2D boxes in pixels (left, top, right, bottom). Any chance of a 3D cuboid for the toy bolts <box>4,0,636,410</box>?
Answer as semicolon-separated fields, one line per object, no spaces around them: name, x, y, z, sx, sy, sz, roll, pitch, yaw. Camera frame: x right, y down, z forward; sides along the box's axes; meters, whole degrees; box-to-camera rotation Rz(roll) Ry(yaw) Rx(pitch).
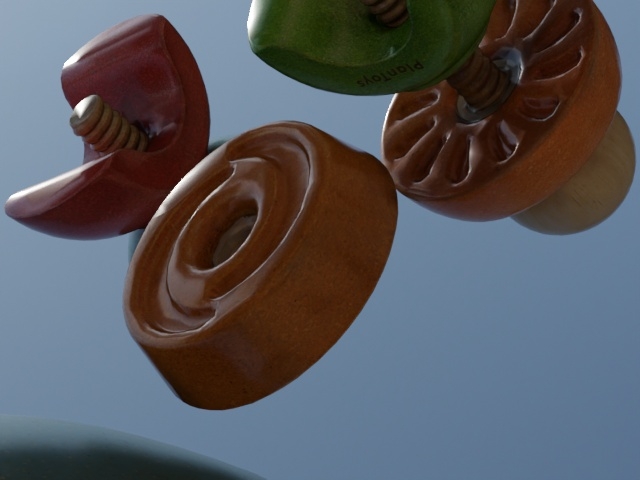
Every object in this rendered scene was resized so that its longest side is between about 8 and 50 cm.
toy bolts;0.000;0.000;0.568;0.158;0.229;0.218;41;-127;-33

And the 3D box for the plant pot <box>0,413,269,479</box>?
plant pot;-0.085;0.185;0.542;0.195;0.290;0.290;-17;-125;-13
